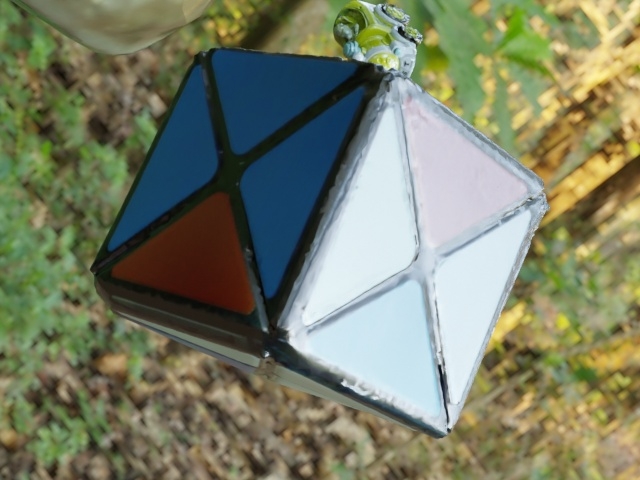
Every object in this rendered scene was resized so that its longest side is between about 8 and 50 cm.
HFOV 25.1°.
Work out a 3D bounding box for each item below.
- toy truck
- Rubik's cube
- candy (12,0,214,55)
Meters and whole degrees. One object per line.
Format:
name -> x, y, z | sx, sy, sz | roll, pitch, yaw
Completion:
toy truck -> 0.052, -0.199, 1.469 | 0.077, 0.076, 0.111 | 15, 30, -27
Rubik's cube -> 0.000, 0.000, 1.211 | 0.246, 0.248, 0.250 | 14, -12, 45
candy -> -0.115, -0.149, 0.442 | 0.104, 0.102, 0.234 | 32, -5, 42
